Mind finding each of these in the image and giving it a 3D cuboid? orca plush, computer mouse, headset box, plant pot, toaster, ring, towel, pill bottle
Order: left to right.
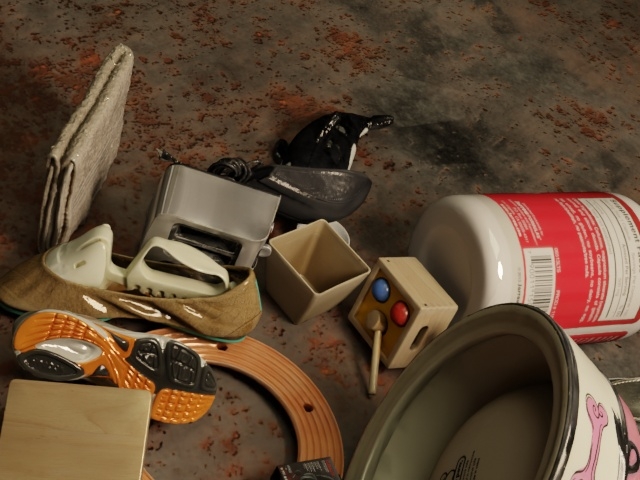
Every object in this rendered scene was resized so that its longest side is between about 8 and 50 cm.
[{"bbox_3d":[-0.316,-0.124,1.681,0.049,0.187,0.282,19,43,-2],"label":"towel"},{"bbox_3d":[-0.161,-0.007,1.653,0.186,0.168,0.110,18,44,-10],"label":"toaster"},{"bbox_3d":[-0.133,0.244,1.520,0.337,0.032,0.336,14,44,-14],"label":"ring"},{"bbox_3d":[-0.052,-0.061,1.768,0.272,0.188,0.072,2,79,-25],"label":"computer mouse"},{"bbox_3d":[-0.016,0.053,1.718,0.109,0.096,0.109,-22,60,-41],"label":"plant pot"},{"bbox_3d":[-0.010,0.298,1.481,0.083,0.032,0.062,-4,51,-28],"label":"headset box"},{"bbox_3d":[0.031,-0.157,1.946,0.151,0.102,0.287,43,44,17],"label":"orca plush"},{"bbox_3d":[0.351,0.042,1.812,0.408,0.229,0.229,-2,49,-28],"label":"pill bottle"}]

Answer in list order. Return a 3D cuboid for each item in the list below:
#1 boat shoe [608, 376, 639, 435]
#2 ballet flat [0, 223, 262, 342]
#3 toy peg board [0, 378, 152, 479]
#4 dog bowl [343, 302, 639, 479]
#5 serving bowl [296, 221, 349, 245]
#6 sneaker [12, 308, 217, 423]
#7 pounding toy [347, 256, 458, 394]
[{"bbox_3d":[0.517,0.231,1.785,0.335,0.119,0.121,3,47,-24],"label":"boat shoe"},{"bbox_3d":[-0.239,0.047,1.567,0.342,0.124,0.116,10,33,-6],"label":"ballet flat"},{"bbox_3d":[-0.276,0.250,1.390,0.161,0.079,0.160,5,69,0],"label":"toy peg board"},{"bbox_3d":[0.190,0.281,1.393,0.150,0.408,0.408,31,39,-21],"label":"dog bowl"},{"bbox_3d":[0.000,0.000,1.830,0.083,0.027,0.083,14,44,-14],"label":"serving bowl"},{"bbox_3d":[-0.248,0.138,1.479,0.262,0.099,0.121,26,-2,-24],"label":"sneaker"},{"bbox_3d":[0.100,0.117,1.699,0.100,0.141,0.130,0,38,-39],"label":"pounding toy"}]
